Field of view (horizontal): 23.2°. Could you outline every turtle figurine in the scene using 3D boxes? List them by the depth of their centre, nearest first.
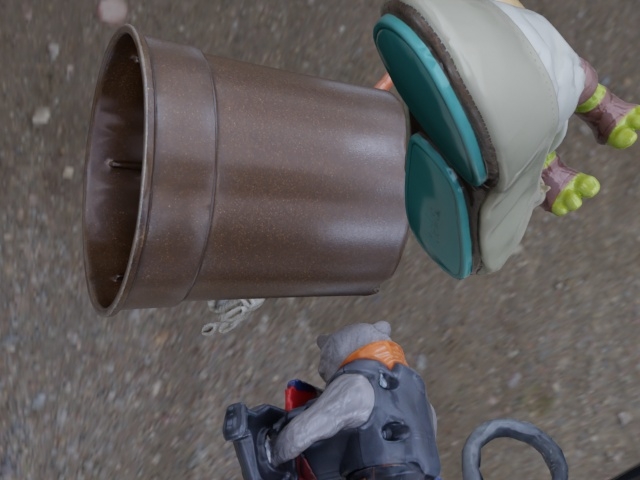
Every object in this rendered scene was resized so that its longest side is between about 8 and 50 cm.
[{"bbox_3d":[0.127,-0.122,1.099,0.217,0.087,0.269,50,58,-24],"label":"turtle figurine"}]

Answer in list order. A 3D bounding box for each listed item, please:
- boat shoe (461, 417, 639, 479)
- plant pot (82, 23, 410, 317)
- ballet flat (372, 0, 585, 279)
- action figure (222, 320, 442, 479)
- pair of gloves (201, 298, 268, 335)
[{"bbox_3d":[0.096,0.138,0.465,0.500,0.156,0.186,-12,34,19],"label":"boat shoe"},{"bbox_3d":[-0.042,-0.033,0.907,0.165,0.167,0.167,5,75,-19],"label":"plant pot"},{"bbox_3d":[0.072,-0.056,0.665,0.086,0.248,0.086,-1,73,4],"label":"ballet flat"},{"bbox_3d":[0.085,0.221,1.377,0.178,0.341,0.330,-30,66,23],"label":"action figure"},{"bbox_3d":[0.000,0.000,1.415,0.042,0.240,0.204,55,43,-7],"label":"pair of gloves"}]
